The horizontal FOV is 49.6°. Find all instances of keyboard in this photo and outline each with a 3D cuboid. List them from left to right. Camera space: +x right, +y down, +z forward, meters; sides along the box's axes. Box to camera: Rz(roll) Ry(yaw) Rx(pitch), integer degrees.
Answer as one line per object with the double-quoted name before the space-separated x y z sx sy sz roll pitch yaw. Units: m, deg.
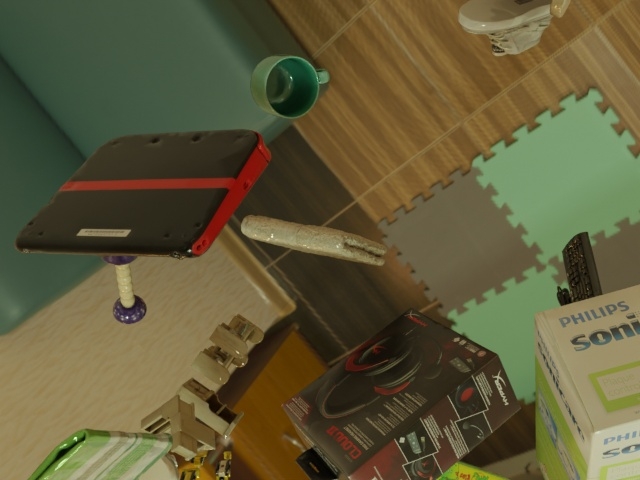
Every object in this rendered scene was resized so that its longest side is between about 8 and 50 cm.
"keyboard" 0.532 0.154 1.415 0.033 0.317 0.201 0 150 1

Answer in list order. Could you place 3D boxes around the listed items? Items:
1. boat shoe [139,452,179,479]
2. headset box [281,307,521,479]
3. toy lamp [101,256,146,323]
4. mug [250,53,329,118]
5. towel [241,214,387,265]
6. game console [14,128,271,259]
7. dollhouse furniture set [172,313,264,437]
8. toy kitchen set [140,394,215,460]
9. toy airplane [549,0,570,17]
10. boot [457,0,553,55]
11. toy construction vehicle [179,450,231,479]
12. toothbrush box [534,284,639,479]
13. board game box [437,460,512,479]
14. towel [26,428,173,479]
"boat shoe" -0.274 0.373 1.152 0.184 0.063 0.066 -9 80 50
"headset box" 0.099 0.250 1.003 0.218 0.293 0.110 27 148 61
"toy lamp" -0.384 0.063 1.357 0.080 0.080 0.274 23 143 12
"mug" -0.072 -0.325 1.474 0.097 0.158 0.129 26 100 53
"towel" 0.000 0.000 1.244 0.187 0.282 0.049 9 87 20
"game console" -0.307 -0.085 1.248 0.387 0.342 0.060 0 132 23
"dollhouse furniture set" -0.218 0.326 1.694 0.161 0.212 0.242 34 93 4
"toy kitchen set" -0.195 0.275 0.951 0.075 0.083 0.068 -36 128 16
"toy airplane" 0.526 -0.633 1.193 0.273 0.384 0.386 20 163 0
"boot" 0.365 -0.416 1.373 0.095 0.258 0.123 52 148 32
"toy construction vehicle" -0.204 0.414 1.247 0.086 0.098 0.035 -5 108 0
"toothbrush box" 0.313 0.162 0.624 0.206 0.122 0.283 -15 134 3
"board game box" 0.261 0.437 1.295 0.181 0.043 0.092 23 168 -15
"towel" -0.191 0.190 0.559 0.113 0.152 0.023 -43 68 -4
